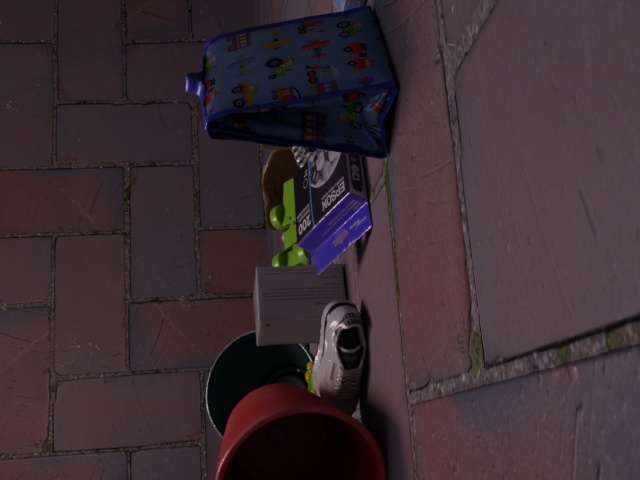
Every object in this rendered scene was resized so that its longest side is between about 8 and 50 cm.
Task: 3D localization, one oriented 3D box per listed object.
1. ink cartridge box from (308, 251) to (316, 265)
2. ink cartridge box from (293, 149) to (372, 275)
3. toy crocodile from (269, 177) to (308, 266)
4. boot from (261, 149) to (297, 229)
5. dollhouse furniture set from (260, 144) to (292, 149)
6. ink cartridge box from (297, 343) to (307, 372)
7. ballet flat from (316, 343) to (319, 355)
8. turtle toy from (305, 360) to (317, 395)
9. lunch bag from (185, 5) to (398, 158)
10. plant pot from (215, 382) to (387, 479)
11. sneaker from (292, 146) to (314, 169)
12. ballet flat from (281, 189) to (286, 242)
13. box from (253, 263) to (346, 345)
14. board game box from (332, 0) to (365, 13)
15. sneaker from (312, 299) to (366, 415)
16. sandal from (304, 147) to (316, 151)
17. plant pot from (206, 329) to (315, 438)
[{"bbox_3d":[0.000,0.000,1.801,0.097,0.046,0.207,-104,14,-61],"label":"ink cartridge box"},{"bbox_3d":[0.015,-0.072,1.442,0.206,0.045,0.208,-45,44,51],"label":"ink cartridge box"},{"bbox_3d":[-0.048,-0.010,1.989,0.115,0.105,0.341,-28,53,37],"label":"toy crocodile"},{"bbox_3d":[-0.122,-0.189,2.327,0.203,0.095,0.262,-98,9,-53],"label":"boot"},{"bbox_3d":[-0.088,-0.283,2.079,0.151,0.123,0.144,-110,19,-66],"label":"dollhouse furniture set"},{"bbox_3d":[-0.107,0.258,2.382,0.211,0.121,0.289,-123,31,-75],"label":"ink cartridge box"},{"bbox_3d":[0.013,0.219,1.833,0.041,0.041,0.114,-115,24,-71],"label":"ballet flat"},{"bbox_3d":[0.003,0.329,1.796,0.130,0.066,0.095,98,167,-56],"label":"turtle toy"},{"bbox_3d":[-0.054,-0.238,1.204,0.221,0.293,0.138,-99,11,-45],"label":"lunch bag"},{"bbox_3d":[-0.053,0.369,1.370,0.243,0.274,0.275,-146,54,-75],"label":"plant pot"},{"bbox_3d":[-0.005,-0.253,1.612,0.146,0.102,0.294,-15,-97,-63],"label":"sneaker"},{"bbox_3d":[-0.062,-0.033,2.097,0.083,0.087,0.247,99,166,-65],"label":"ballet flat"},{"bbox_3d":[-0.046,0.135,1.673,0.182,0.180,0.119,105,161,-66],"label":"box"},{"bbox_3d":[0.050,-0.457,1.326,0.211,0.039,0.160,108,158,-71],"label":"board game box"},{"bbox_3d":[0.040,0.228,1.452,0.095,0.090,0.235,-134,39,-62],"label":"sneaker"},{"bbox_3d":[0.021,-0.277,1.470,0.097,0.054,0.255,-107,33,-71],"label":"sandal"},{"bbox_3d":[-0.109,0.381,2.001,0.196,0.293,0.293,40,-138,-63],"label":"plant pot"}]
